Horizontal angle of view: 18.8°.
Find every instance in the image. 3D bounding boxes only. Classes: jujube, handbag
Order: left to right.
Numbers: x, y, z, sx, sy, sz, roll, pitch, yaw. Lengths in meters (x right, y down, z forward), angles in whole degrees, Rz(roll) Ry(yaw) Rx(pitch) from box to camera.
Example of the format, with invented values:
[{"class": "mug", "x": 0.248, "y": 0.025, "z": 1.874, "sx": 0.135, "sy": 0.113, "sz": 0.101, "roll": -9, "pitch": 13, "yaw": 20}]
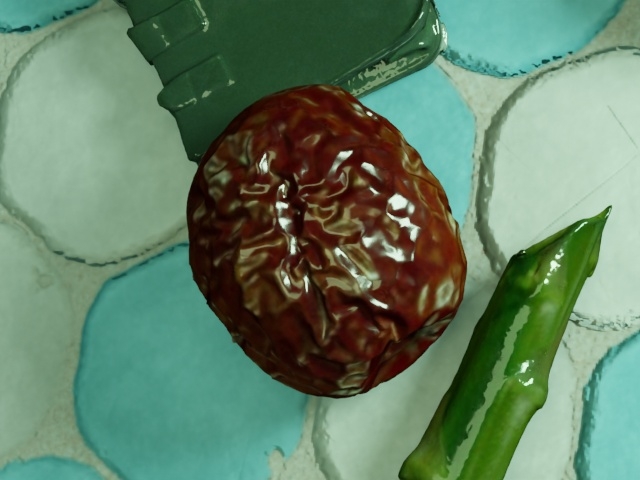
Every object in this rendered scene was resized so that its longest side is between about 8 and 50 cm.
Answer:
[{"class": "handbag", "x": -0.051, "y": -0.217, "z": 1.649, "sx": 0.260, "sy": 0.079, "sz": 0.248, "roll": -28, "pitch": 75, "yaw": 11}, {"class": "jujube", "x": 0.000, "y": 0.000, "z": 1.544, "sx": 0.213, "sy": 0.213, "sz": 0.232, "roll": -39, "pitch": 73, "yaw": 7}]

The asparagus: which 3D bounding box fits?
[{"class": "asparagus", "x": 0.141, "y": 0.118, "z": 1.545, "sx": 0.085, "sy": 0.082, "sz": 0.343, "roll": 21, "pitch": 87, "yaw": 21}]
